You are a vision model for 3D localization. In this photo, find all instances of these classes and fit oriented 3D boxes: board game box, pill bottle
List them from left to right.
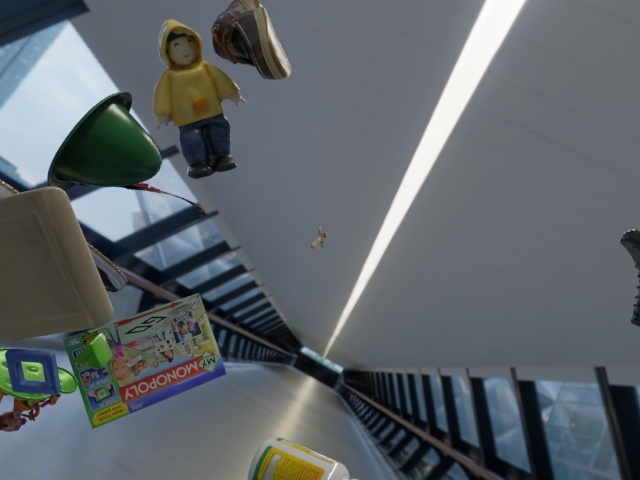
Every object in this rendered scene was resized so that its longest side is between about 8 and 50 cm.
[{"bbox_3d":[-0.409,0.277,1.214,0.213,0.318,0.046,70,-21,2],"label":"board game box"},{"bbox_3d":[-0.019,0.450,0.935,0.209,0.117,0.117,11,-21,29],"label":"pill bottle"}]

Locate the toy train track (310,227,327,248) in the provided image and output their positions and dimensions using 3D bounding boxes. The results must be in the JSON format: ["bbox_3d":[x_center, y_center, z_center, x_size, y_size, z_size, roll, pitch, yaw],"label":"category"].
[{"bbox_3d":[0.000,0.000,1.159,0.014,0.048,0.083,-1,19,23],"label":"toy train track"}]

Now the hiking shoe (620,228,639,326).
[{"bbox_3d":[0.544,0.087,0.823,0.086,0.114,0.226,33,28,-58],"label":"hiking shoe"}]

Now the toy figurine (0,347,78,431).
[{"bbox_3d":[-0.570,0.304,0.941,0.130,0.159,0.173,43,7,39],"label":"toy figurine"}]

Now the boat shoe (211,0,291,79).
[{"bbox_3d":[-0.147,-0.385,0.989,0.342,0.123,0.123,-112,175,-45],"label":"boat shoe"}]

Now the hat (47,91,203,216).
[{"bbox_3d":[-0.255,-0.097,0.756,0.184,0.208,0.173,36,-58,-9],"label":"hat"}]

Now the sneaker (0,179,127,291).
[{"bbox_3d":[-0.472,0.041,0.852,0.099,0.153,0.282,12,-29,47],"label":"sneaker"}]

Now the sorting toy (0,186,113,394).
[{"bbox_3d":[-0.372,0.032,0.636,0.196,0.347,0.047,-11,18,9],"label":"sorting toy"}]

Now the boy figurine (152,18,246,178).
[{"bbox_3d":[-0.230,-0.269,0.969,0.092,0.177,0.285,-142,-140,-63],"label":"boy figurine"}]
